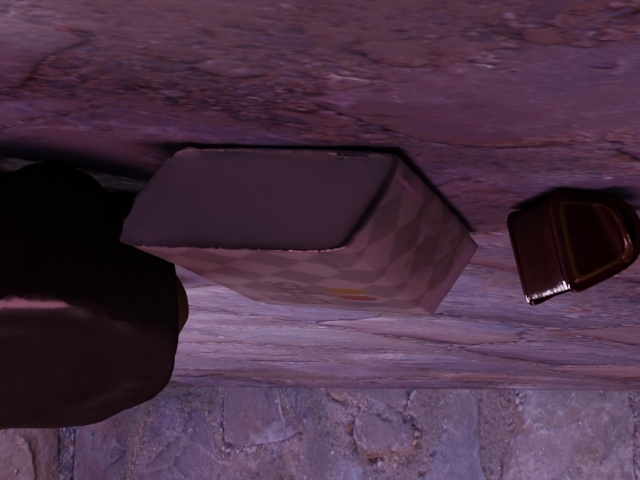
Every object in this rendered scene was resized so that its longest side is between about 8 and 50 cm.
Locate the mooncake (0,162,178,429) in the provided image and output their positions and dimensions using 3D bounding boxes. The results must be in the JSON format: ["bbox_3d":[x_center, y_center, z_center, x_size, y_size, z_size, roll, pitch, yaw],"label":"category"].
[{"bbox_3d":[-0.269,0.052,1.449,0.306,0.154,0.306,-5,149,-3],"label":"mooncake"}]

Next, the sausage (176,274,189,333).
[{"bbox_3d":[-0.346,0.028,1.634,0.501,0.136,0.123,11,156,-36],"label":"sausage"}]

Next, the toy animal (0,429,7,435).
[{"bbox_3d":[-0.407,0.141,2.168,0.208,0.156,0.204,-40,154,19],"label":"toy animal"}]

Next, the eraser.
[{"bbox_3d":[0.000,0.001,1.453,0.213,0.082,0.397,3,171,14],"label":"eraser"}]

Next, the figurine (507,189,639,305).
[{"bbox_3d":[0.224,0.001,1.406,0.098,0.082,0.154,-8,174,-15],"label":"figurine"}]
